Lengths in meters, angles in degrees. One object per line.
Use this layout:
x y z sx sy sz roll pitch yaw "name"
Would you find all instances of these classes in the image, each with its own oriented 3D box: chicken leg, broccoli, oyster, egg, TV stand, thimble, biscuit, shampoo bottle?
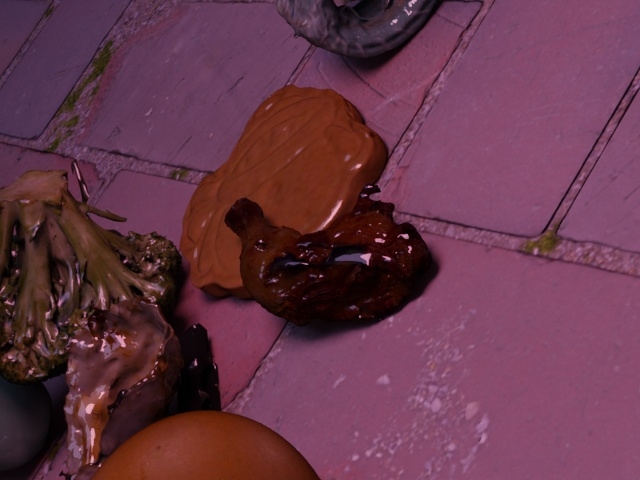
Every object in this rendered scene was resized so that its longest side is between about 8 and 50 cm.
-0.006 0.011 1.850 0.322 0.083 0.177 -6 52 36 "chicken leg"
-0.334 0.042 2.087 0.321 0.283 0.304 -5 31 10 "broccoli"
-0.247 0.234 1.871 0.198 0.133 0.337 -11 62 65 "oyster"
-0.114 0.321 1.506 0.282 0.282 0.351 -35 34 24 "egg"
-0.147 0.195 1.910 0.036 0.042 0.249 -40 33 22 "TV stand"
0.044 -0.353 2.084 0.235 0.198 0.143 -44 30 -1 "thimble"
-0.063 -0.068 2.064 0.312 0.057 0.351 -43 32 10 "biscuit"
-0.506 0.249 2.204 0.349 0.151 0.222 -7 51 47 "shampoo bottle"
